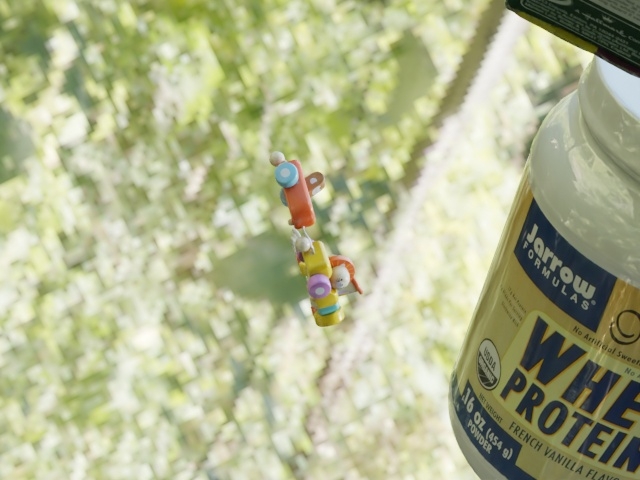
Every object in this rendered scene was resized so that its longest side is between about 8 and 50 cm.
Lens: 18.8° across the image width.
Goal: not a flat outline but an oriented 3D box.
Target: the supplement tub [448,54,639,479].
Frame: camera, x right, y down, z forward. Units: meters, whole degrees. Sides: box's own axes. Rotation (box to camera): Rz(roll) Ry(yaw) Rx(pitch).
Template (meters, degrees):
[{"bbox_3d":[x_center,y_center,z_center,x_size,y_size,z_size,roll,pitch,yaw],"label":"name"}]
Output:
[{"bbox_3d":[0.230,0.030,1.310,0.228,0.228,0.316,-114,-149,-48],"label":"supplement tub"}]

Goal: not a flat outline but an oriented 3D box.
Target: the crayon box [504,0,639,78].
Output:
[{"bbox_3d":[0.326,-0.184,1.017,0.363,0.313,0.106,27,-21,1],"label":"crayon box"}]

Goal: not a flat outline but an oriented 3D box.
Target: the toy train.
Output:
[{"bbox_3d":[0.000,0.000,1.595,0.166,0.046,0.125,77,-3,-67],"label":"toy train"}]
